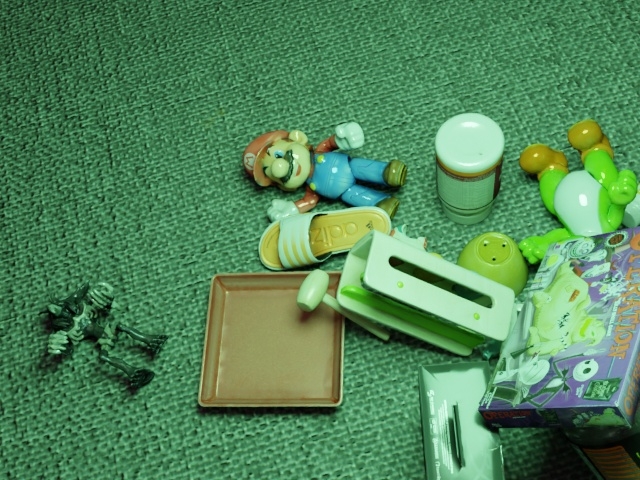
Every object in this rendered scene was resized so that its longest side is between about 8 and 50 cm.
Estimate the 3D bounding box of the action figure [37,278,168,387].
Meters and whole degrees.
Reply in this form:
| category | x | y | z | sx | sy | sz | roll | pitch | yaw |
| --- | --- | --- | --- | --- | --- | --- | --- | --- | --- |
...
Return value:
| category | x | y | z | sx | sy | sz | roll | pitch | yaw |
| --- | --- | --- | --- | --- | --- | --- | --- | --- | --- |
| action figure | -0.424 | 0.159 | 1.492 | 0.276 | 0.141 | 0.164 | 23 | 70 | 16 |

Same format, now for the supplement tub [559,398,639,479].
| category | x | y | z | sx | sy | sz | roll | pitch | yaw |
| --- | --- | --- | --- | --- | --- | --- | --- | --- | --- |
| supplement tub | 0.483 | 0.284 | 1.168 | 0.207 | 0.207 | 0.338 | -41 | 101 | -12 |

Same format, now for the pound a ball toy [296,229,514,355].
| category | x | y | z | sx | sy | sz | roll | pitch | yaw |
| --- | --- | --- | --- | --- | --- | --- | --- | --- | --- |
| pound a ball toy | 0.145 | 0.087 | 1.405 | 0.319 | 0.208 | 0.135 | 23 | 62 | -13 |

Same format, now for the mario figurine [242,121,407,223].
| category | x | y | z | sx | sy | sz | roll | pitch | yaw |
| --- | --- | --- | --- | --- | --- | --- | --- | --- | --- |
| mario figurine | -0.007 | -0.123 | 1.557 | 0.321 | 0.170 | 0.198 | 16 | 68 | 14 |

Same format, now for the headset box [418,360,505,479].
| category | x | y | z | sx | sy | sz | roll | pitch | yaw |
| --- | --- | --- | --- | --- | --- | --- | --- | --- | --- |
| headset box | 0.212 | 0.322 | 1.219 | 0.110 | 0.293 | 0.218 | -5 | 63 | 7 |

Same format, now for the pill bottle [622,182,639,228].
| category | x | y | z | sx | sy | sz | roll | pitch | yaw |
| --- | --- | --- | --- | --- | --- | --- | --- | --- | --- |
| pill bottle | 0.606 | -0.076 | 1.494 | 0.116 | 0.065 | 0.065 | -39 | 64 | -11 |

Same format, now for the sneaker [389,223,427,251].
| category | x | y | z | sx | sy | sz | roll | pitch | yaw |
| --- | --- | --- | --- | --- | --- | --- | --- | --- | --- |
| sneaker | 0.182 | 0.032 | 1.508 | 0.075 | 0.057 | 0.161 | -40 | 61 | -6 |

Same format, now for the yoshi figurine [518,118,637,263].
| category | x | y | z | sx | sy | sz | roll | pitch | yaw |
| --- | --- | --- | --- | --- | --- | --- | --- | --- | --- |
| yoshi figurine | 0.450 | -0.033 | 1.404 | 0.203 | 0.203 | 0.362 | -5 | 62 | -2 |

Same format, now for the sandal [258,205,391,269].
| category | x | y | z | sx | sy | sz | roll | pitch | yaw |
| --- | --- | --- | --- | --- | --- | --- | --- | --- | --- |
| sandal | -0.002 | -0.011 | 1.508 | 0.266 | 0.076 | 0.101 | -14 | 92 | 16 |

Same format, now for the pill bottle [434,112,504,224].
| category | x | y | z | sx | sy | sz | roll | pitch | yaw |
| --- | --- | --- | --- | --- | --- | --- | --- | --- | --- |
| pill bottle | 0.272 | -0.124 | 1.481 | 0.121 | 0.221 | 0.121 | -4 | 62 | 7 |

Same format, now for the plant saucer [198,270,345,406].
| category | x | y | z | sx | sy | sz | roll | pitch | yaw |
| --- | --- | --- | --- | --- | --- | --- | --- | --- | --- |
| plant saucer | -0.082 | 0.184 | 1.477 | 0.259 | 0.047 | 0.258 | -2 | 63 | 8 |

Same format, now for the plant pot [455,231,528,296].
| category | x | y | z | sx | sy | sz | roll | pitch | yaw |
| --- | --- | --- | --- | --- | --- | --- | --- | --- | --- |
| plant pot | 0.313 | 0.036 | 1.464 | 0.134 | 0.095 | 0.134 | -4 | 62 | 7 |

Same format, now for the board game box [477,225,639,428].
| category | x | y | z | sx | sy | sz | roll | pitch | yaw |
| --- | --- | --- | --- | --- | --- | --- | --- | --- | --- |
| board game box | 0.371 | 0.114 | 1.131 | 0.208 | 0.056 | 0.346 | -10 | 34 | 43 |

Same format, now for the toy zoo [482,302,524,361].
| category | x | y | z | sx | sy | sz | roll | pitch | yaw |
| --- | --- | --- | --- | --- | --- | --- | --- | --- | --- |
| toy zoo | 0.431 | 0.203 | 1.396 | 0.294 | 0.030 | 0.192 | -1 | 63 | 8 |
